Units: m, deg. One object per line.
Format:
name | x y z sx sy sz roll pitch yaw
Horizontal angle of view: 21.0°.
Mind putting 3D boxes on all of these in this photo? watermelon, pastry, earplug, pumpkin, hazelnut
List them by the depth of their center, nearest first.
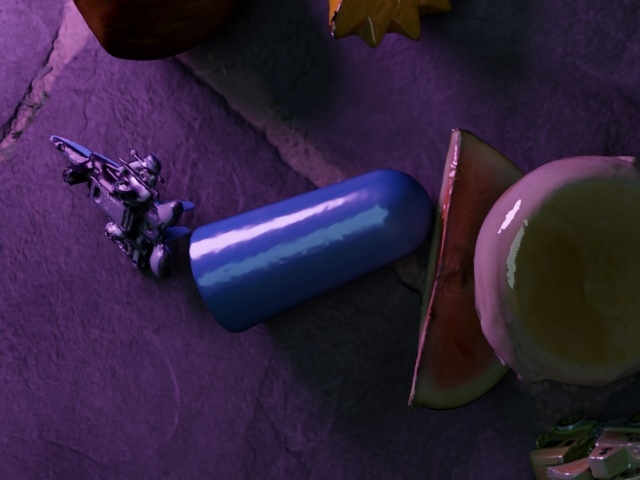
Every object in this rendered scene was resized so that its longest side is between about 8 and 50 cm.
pastry | 0.280 0.033 1.799 0.264 0.133 0.265 -1 93 -12
watermelon | 0.153 0.031 1.904 0.128 0.159 0.304 15 96 54
pumpkin | 0.085 -0.336 1.958 0.130 0.149 0.254 17 93 -20
earplug | 0.000 0.000 1.970 0.273 0.132 0.132 -21 82 18
hazelnut | -0.202 -0.329 2.011 0.218 0.218 0.234 -34 77 20

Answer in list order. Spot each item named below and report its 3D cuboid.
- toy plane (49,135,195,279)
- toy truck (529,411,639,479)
toy plane | -0.256 -0.063 2.101 0.246 0.078 0.169 33 131 23
toy truck | 0.308 0.238 1.807 0.191 0.116 0.085 -9 105 43
